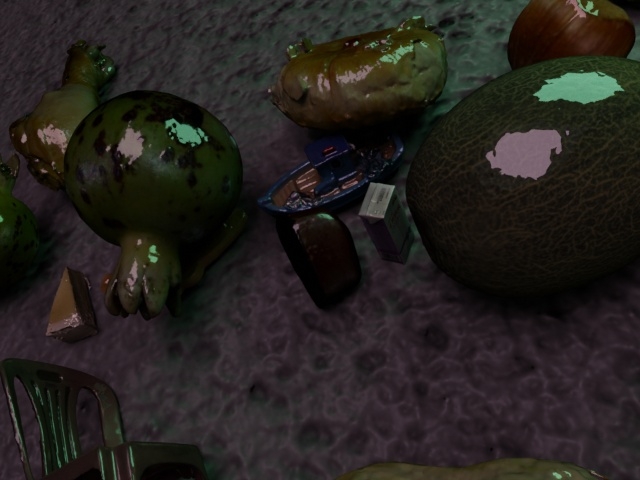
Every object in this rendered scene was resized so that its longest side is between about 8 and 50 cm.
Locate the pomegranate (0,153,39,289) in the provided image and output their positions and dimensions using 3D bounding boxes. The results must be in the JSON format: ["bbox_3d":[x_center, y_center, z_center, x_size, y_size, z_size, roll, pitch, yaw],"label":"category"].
[{"bbox_3d":[-0.568,-0.034,0.880,0.198,0.246,0.198,3,19,-1],"label":"pomegranate"}]

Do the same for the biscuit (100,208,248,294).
[{"bbox_3d":[-0.222,0.019,0.834,0.250,0.035,0.162,-28,55,3],"label":"biscuit"}]

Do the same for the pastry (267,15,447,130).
[{"bbox_3d":[0.060,-0.243,0.789,0.257,0.121,0.235,-33,33,-34],"label":"pastry"}]

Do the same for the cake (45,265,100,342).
[{"bbox_3d":[-0.388,0.096,0.841,0.065,0.052,0.121,-29,55,5],"label":"cake"}]

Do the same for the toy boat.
[{"bbox_3d":[0.012,-0.096,0.777,0.223,0.097,0.100,-27,52,3],"label":"toy boat"}]

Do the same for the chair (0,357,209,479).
[{"bbox_3d":[-0.241,0.253,0.619,0.183,0.175,0.327,-29,60,13],"label":"chair"}]

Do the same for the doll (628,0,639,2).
[{"bbox_3d":[0.454,-0.389,0.802,0.180,0.079,0.094,16,42,42],"label":"doll"}]

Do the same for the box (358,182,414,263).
[{"bbox_3d":[0.086,-0.020,0.689,0.036,0.117,0.051,9,62,28],"label":"box"}]

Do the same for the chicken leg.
[{"bbox_3d":[-0.463,-0.251,1.040,0.201,0.153,0.429,-9,48,-3],"label":"chicken leg"}]

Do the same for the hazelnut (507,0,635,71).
[{"bbox_3d":[0.330,-0.269,0.737,0.150,0.150,0.150,-10,57,16],"label":"hazelnut"}]

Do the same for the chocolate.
[{"bbox_3d":[0.000,0.000,0.719,0.080,0.125,0.149,-22,49,-13],"label":"chocolate"}]

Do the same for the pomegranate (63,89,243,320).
[{"bbox_3d":[-0.244,-0.052,0.752,0.242,0.242,0.306,18,85,29],"label":"pomegranate"}]

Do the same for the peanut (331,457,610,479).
[{"bbox_3d":[0.108,0.275,0.494,0.313,0.149,0.149,-7,58,17],"label":"peanut"}]

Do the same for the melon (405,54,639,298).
[{"bbox_3d":[0.246,-0.070,0.583,0.301,0.237,0.238,-24,55,3],"label":"melon"}]
